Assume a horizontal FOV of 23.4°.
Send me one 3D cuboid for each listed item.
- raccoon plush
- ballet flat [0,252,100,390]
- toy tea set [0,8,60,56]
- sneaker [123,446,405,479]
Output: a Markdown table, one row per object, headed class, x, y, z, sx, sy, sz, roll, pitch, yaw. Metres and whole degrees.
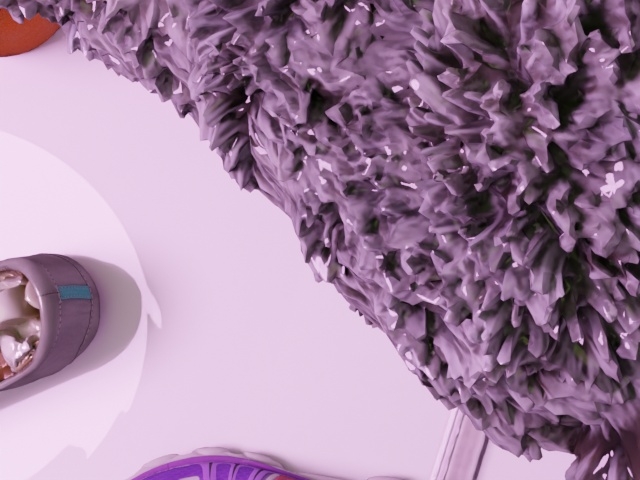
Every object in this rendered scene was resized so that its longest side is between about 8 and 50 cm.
| class | x | y | z | sx | sy | sz | roll | pitch | yaw |
| --- | --- | --- | --- | --- | --- | --- | --- | --- | --- |
| raccoon plush | 0.000 | 0.000 | 0.551 | 0.299 | 0.216 | 0.446 | -5 | 73 | 31 |
| ballet flat | -0.205 | 0.061 | 0.725 | 0.213 | 0.068 | 0.072 | -25 | 82 | 12 |
| toy tea set | -0.259 | -0.080 | 0.713 | 0.200 | 0.124 | 0.336 | 36 | 97 | 12 |
| sneaker | -0.022 | 0.127 | 0.676 | 0.170 | 0.071 | 0.068 | -1 | 88 | 15 |
